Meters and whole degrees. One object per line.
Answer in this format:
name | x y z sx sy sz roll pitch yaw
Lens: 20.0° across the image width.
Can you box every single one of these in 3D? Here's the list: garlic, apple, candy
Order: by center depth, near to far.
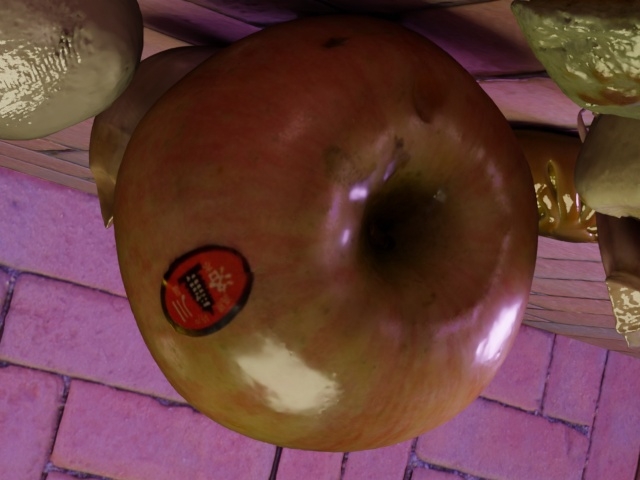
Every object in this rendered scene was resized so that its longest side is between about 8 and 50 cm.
candy | -0.293 -0.184 1.579 0.295 0.185 0.295 10 178 0
apple | 0.000 0.000 1.618 0.391 0.391 0.346 16 172 -27
garlic | 0.303 -0.004 1.673 0.128 0.266 0.148 -16 128 2
garlic | -0.099 -0.107 1.877 0.151 0.196 0.338 35 -161 31

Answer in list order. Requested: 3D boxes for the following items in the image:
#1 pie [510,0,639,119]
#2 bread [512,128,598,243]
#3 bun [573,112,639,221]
pie | 0.241 -0.136 1.328 0.201 0.090 0.248 6 176 15
bread | 0.262 -0.053 1.950 0.213 0.105 0.213 12 170 2
bun | 0.331 -0.066 1.527 0.229 0.145 0.229 15 164 5
